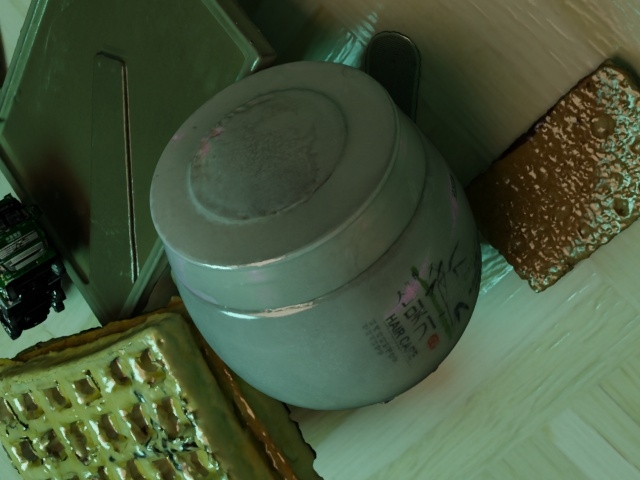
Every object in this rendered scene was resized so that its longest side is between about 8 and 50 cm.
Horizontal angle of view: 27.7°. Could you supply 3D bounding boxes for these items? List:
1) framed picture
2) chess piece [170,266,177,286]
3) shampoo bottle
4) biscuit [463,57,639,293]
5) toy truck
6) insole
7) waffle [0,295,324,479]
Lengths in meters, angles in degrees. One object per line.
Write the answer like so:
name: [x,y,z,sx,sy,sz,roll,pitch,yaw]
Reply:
framed picture: [-0.222,-0.143,1.369,0.326,0.028,0.446,54,135,22]
chess piece: [-0.108,0.046,1.413,0.133,0.133,0.243,6,113,32]
shampoo bottle: [0.000,0.000,1.172,0.273,0.273,0.266,10,149,30]
biscuit: [0.230,-0.055,1.175,0.131,0.025,0.231,48,132,1]
toy truck: [-0.360,0.031,1.516,0.121,0.088,0.259,54,160,8]
insole: [0.061,-0.099,1.280,0.080,0.003,0.232,24,127,21]
waffle: [-0.195,0.205,1.396,0.376,0.114,0.261,-21,100,46]
